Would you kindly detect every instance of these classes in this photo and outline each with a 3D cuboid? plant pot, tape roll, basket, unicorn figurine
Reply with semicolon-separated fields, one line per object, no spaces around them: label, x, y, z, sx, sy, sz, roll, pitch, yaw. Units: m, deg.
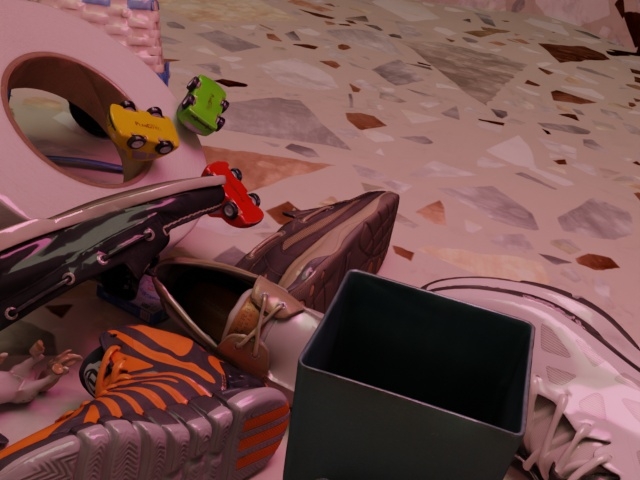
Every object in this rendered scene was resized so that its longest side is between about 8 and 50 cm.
plant pot;0.061;0.180;0.737;0.165;0.234;0.165;16;27;9
tape roll;-0.316;-0.132;1.107;0.392;0.072;0.392;31;38;-28
basket;-0.349;-0.255;1.366;0.254;0.289;0.201;7;10;-14
unicorn figurine;-0.318;0.134;0.844;0.161;0.111;0.060;19;50;-40

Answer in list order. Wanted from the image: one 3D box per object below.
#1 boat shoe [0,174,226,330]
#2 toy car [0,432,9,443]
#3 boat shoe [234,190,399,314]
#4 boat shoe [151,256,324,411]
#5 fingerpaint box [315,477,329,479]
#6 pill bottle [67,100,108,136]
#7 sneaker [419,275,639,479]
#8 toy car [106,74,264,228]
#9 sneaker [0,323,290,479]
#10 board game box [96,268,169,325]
boat shoe;-0.230;0.016;0.922;0.127;0.113;0.340;-9;10;45
toy car;-0.342;0.174;0.742;0.155;0.149;0.188;16;-3;0
boat shoe;0.000;0.000;1.188;0.130;0.132;0.355;22;27;19
boat shoe;-0.065;0.100;0.948;0.302;0.113;0.103;19;-15;33
fingerpaint box;0.110;0.333;0.438;0.444;0.163;0.371;8;22;26
pill bottle;-0.355;-0.273;1.584;0.122;0.123;0.219;13;25;2
sneaker;0.244;0.189;0.873;0.447;0.169;0.257;26;27;20
toy car;-0.169;-0.136;1.173;0.239;0.053;0.225;36;35;-24
sneaker;-0.193;0.170;0.803;0.180;0.125;0.321;27;18;35
board game box;-0.210;0.064;1.091;0.090;0.020;0.090;25;28;24
